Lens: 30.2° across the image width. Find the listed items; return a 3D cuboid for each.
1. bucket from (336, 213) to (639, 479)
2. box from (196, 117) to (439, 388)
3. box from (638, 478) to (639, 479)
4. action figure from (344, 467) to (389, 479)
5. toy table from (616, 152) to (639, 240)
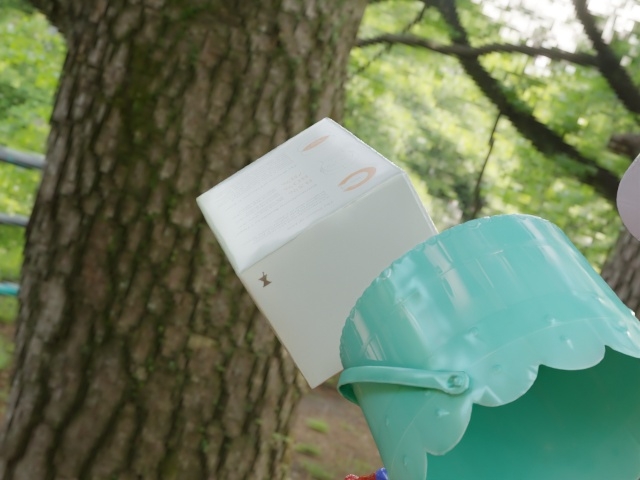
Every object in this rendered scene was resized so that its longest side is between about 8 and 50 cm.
[{"bbox_3d":[0.157,0.125,1.033,0.281,0.281,0.183,14,35,-40],"label":"bucket"},{"bbox_3d":[0.000,0.000,1.447,0.168,0.215,0.345,59,-3,-20],"label":"box"},{"bbox_3d":[0.290,0.447,1.420,0.179,0.343,0.312,43,-28,-20],"label":"box"},{"bbox_3d":[0.145,0.314,1.356,0.091,0.139,0.280,11,-25,-36],"label":"action figure"},{"bbox_3d":[0.495,-0.095,1.427,0.252,0.161,0.274,50,-29,-14],"label":"toy table"}]
